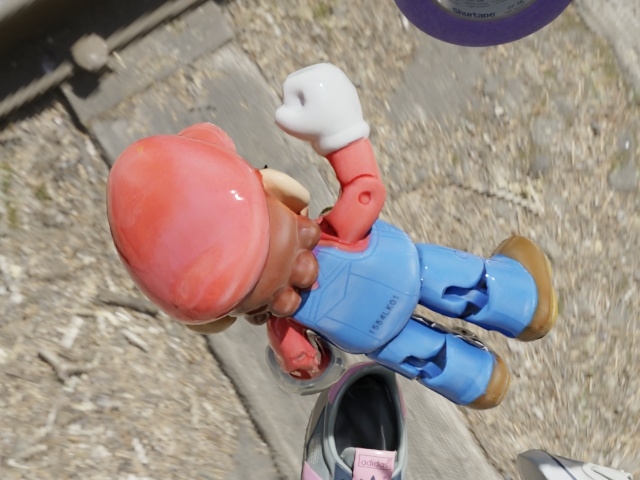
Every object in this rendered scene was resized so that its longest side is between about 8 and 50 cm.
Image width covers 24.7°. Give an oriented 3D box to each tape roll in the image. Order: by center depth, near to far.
[{"bbox_3d":[0.150,-0.277,1.342,0.189,0.189,0.080,-12,42,7],"label":"tape roll"}]

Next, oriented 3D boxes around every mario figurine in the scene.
[{"bbox_3d":[0.000,0.000,1.004,0.321,0.170,0.198,22,76,-28],"label":"mario figurine"}]

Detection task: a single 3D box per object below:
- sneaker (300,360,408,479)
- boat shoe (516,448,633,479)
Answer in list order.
[{"bbox_3d":[0.032,0.264,1.404,0.112,0.131,0.319,6,59,-12],"label":"sneaker"},{"bbox_3d":[0.308,0.285,1.566,0.088,0.267,0.096,-22,108,-18],"label":"boat shoe"}]
